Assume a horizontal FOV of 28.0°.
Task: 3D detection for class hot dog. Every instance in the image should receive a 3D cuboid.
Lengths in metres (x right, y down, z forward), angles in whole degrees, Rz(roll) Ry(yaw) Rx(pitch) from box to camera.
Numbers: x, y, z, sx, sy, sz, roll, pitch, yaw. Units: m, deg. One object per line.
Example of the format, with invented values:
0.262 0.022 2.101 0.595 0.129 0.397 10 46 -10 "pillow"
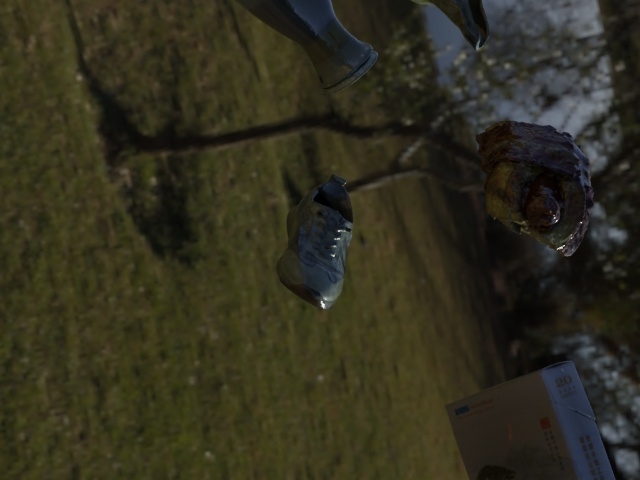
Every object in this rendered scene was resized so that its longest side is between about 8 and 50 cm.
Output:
0.249 -0.074 1.466 0.146 0.103 0.213 24 27 -14 "hot dog"

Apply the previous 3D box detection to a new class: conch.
0.145 -0.352 1.616 0.234 0.137 0.114 42 -8 0 "conch"

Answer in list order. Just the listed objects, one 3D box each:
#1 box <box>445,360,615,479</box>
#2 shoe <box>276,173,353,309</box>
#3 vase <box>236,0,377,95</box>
0.239 0.263 1.386 0.067 0.149 0.233 -6 74 -46 "box"
0.000 0.000 1.864 0.103 0.098 0.274 25 29 -15 "shoe"
-0.041 -0.405 2.176 0.321 0.173 0.173 49 28 -21 "vase"
